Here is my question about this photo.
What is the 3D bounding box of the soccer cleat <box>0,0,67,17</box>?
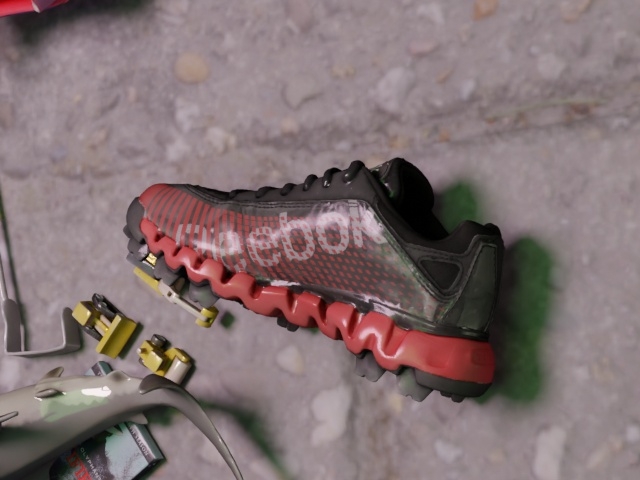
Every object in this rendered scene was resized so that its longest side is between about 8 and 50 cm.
[{"bbox_3d":[-0.160,-0.219,1.171,0.318,0.108,0.116,-17,57,17],"label":"soccer cleat"}]

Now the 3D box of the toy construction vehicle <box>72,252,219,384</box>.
[{"bbox_3d":[-0.124,0.052,1.189,0.098,0.035,0.086,41,104,25],"label":"toy construction vehicle"}]

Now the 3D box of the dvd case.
[{"bbox_3d":[-0.175,0.156,1.218,0.119,0.013,0.087,-41,68,18],"label":"dvd case"}]

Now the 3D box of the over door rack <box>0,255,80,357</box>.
[{"bbox_3d":[-0.320,-0.059,1.189,0.108,0.239,0.324,-29,71,21],"label":"over door rack"}]

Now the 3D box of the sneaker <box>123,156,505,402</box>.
[{"bbox_3d":[0.000,0.000,1.093,0.276,0.097,0.135,21,95,26],"label":"sneaker"}]

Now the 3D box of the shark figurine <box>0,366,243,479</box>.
[{"bbox_3d":[-0.184,0.150,1.179,0.278,0.166,0.116,-15,103,9],"label":"shark figurine"}]
